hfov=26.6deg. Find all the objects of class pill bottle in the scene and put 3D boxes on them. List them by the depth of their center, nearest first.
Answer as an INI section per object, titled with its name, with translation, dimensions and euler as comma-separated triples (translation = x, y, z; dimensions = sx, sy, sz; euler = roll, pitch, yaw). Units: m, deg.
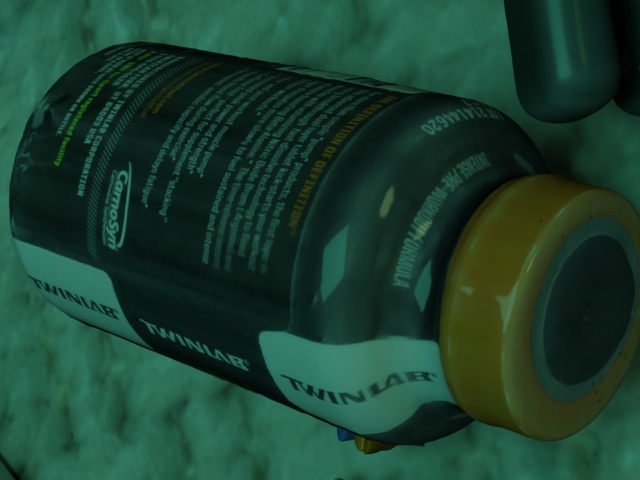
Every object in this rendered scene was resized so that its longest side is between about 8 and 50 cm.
[pill bottle]
translation = 0.000, 0.000, 0.522
dimensions = 0.246, 0.130, 0.130
euler = 16, 100, 42

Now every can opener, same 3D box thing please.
[can opener]
translation = 0.085, -0.178, 0.501
dimensions = 0.093, 0.074, 0.280
euler = 135, 128, -72

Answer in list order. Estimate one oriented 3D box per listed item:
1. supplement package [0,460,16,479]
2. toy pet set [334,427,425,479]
[supplement package]
translation = -0.301, 0.189, 0.745
dimensions = 0.263, 0.199, 0.198
euler = 41, 115, 35
[toy pet set]
translation = 0.047, 0.135, 0.542
dimensions = 0.114, 0.065, 0.122
euler = 179, 95, -77
